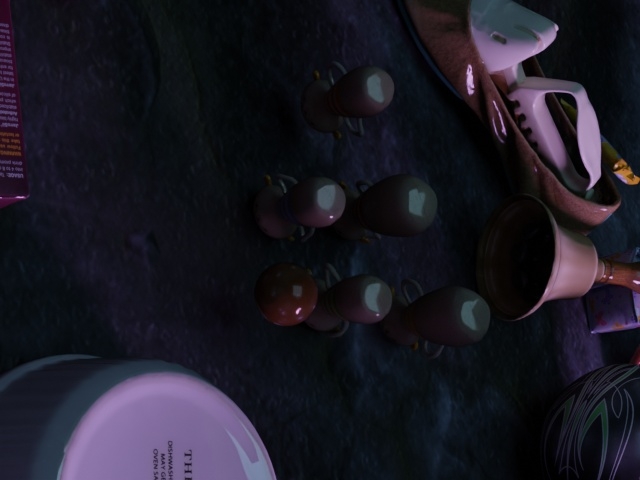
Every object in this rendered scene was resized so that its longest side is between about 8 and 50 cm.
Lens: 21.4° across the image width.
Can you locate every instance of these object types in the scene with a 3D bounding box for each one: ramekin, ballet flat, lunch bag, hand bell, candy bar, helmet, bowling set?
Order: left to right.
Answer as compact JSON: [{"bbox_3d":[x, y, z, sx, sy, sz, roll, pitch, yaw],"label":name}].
[{"bbox_3d":[-0.148,0.210,1.266,0.273,0.127,0.273,15,68,-40],"label":"ramekin"},{"bbox_3d":[0.000,0.000,1.489,0.200,0.154,0.287,-24,96,-27],"label":"bowling set"},{"bbox_3d":[0.206,-0.153,1.720,0.116,0.124,0.342,-40,106,-42],"label":"ballet flat"},{"bbox_3d":[0.297,-0.105,1.809,0.040,0.018,0.161,40,12,-32],"label":"candy bar"},{"bbox_3d":[0.290,0.033,1.714,0.242,0.126,0.126,10,71,-31],"label":"hand bell"},{"bbox_3d":[0.319,0.054,1.805,0.053,0.071,0.083,4,77,-39],"label":"lunch bag"},{"bbox_3d":[0.296,0.206,1.674,0.169,0.169,0.161,-20,108,-45],"label":"helmet"}]

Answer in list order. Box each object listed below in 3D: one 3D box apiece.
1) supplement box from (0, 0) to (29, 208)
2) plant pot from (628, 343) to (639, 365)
[{"bbox_3d":[-0.283,-0.111,1.248,0.081,0.104,0.188,2,76,-43],"label":"supplement box"},{"bbox_3d":[0.503,0.194,1.825,0.265,0.272,0.272,3,76,-52],"label":"plant pot"}]
